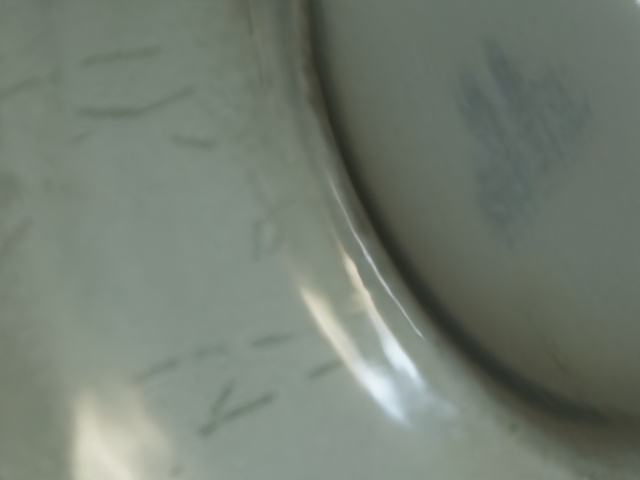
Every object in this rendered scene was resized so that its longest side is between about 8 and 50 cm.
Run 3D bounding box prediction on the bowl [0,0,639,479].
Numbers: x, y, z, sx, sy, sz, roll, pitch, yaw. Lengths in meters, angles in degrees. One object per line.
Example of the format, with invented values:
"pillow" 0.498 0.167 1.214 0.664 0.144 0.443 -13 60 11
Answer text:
"bowl" 0.000 0.000 0.419 0.163 0.307 0.307 -25 -155 42
